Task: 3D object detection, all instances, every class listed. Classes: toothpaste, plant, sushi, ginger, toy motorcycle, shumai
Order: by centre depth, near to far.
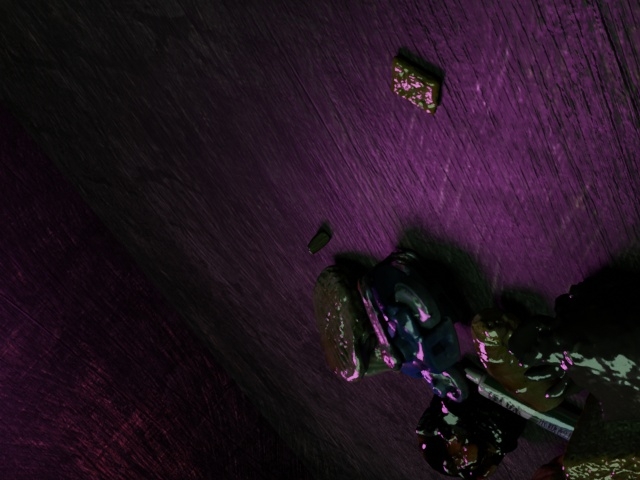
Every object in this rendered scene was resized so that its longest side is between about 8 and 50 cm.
[{"bbox_3d":[0.443,0.167,1.461,0.276,0.199,0.188,0,132,50],"label":"plant"},{"bbox_3d":[0.368,0.223,1.833,0.263,0.116,0.109,47,-161,-29],"label":"ginger"},{"bbox_3d":[0.197,0.167,1.957,0.241,0.182,0.319,-106,-5,-59],"label":"toy motorcycle"},{"bbox_3d":[0.465,0.356,1.984,0.392,0.061,0.099,27,153,28],"label":"toothpaste"},{"bbox_3d":[0.322,0.430,2.169,0.215,0.212,0.227,36,160,12],"label":"sushi"},{"bbox_3d":[0.108,0.174,2.181,0.222,0.203,0.272,15,117,63],"label":"shumai"}]

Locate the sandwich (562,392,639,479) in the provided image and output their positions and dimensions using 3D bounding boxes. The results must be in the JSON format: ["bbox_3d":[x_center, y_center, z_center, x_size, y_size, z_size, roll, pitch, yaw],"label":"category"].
[{"bbox_3d":[0.529,0.280,1.480,0.288,0.254,0.100,-14,114,49],"label":"sandwich"}]

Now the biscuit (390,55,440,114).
[{"bbox_3d":[0.139,-0.230,1.439,0.083,0.018,0.081,35,159,17],"label":"biscuit"}]

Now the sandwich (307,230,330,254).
[{"bbox_3d":[0.000,0.000,2.110,0.031,0.044,0.083,47,-159,-5],"label":"sandwich"}]

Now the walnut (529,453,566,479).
[{"bbox_3d":[0.549,0.583,2.064,0.283,0.227,0.283,166,90,-82],"label":"walnut"}]
